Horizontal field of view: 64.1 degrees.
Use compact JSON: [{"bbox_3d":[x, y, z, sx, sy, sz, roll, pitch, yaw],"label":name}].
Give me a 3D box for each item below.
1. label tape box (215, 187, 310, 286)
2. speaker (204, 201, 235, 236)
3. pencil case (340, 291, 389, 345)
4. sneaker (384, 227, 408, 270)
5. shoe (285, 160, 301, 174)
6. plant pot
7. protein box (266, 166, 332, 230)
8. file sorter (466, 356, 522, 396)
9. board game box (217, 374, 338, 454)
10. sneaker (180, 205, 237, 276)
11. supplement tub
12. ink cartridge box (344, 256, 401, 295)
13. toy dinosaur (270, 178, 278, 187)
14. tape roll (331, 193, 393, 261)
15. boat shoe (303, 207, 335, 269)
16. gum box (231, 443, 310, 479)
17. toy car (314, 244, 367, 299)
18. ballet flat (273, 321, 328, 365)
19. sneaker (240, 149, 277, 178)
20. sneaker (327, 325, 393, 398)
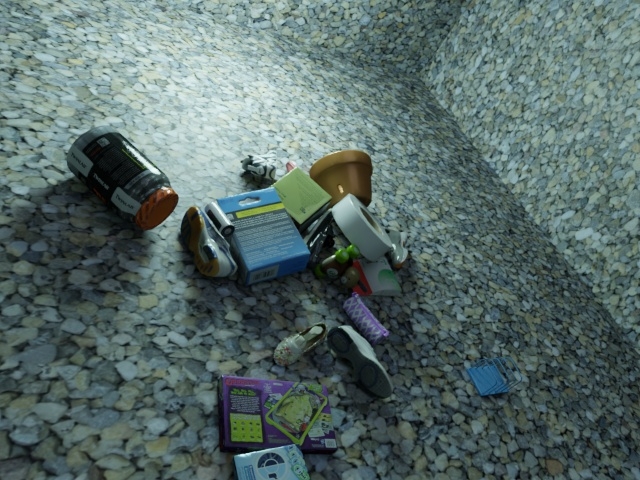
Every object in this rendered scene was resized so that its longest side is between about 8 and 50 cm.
[{"bbox_3d":[-0.218,-0.020,1.865,0.240,0.106,0.334,-14,57,-25],"label":"label tape box"},{"bbox_3d":[-0.353,-0.075,1.786,0.055,0.055,0.136,-6,44,-42],"label":"speaker"},{"bbox_3d":[0.167,0.289,1.896,0.086,0.088,0.206,-22,65,-46],"label":"pencil case"},{"bbox_3d":[0.319,0.037,2.292,0.121,0.099,0.262,22,31,-6],"label":"sneaker"},{"bbox_3d":[-0.126,-0.294,2.312,0.081,0.063,0.178,-5,57,-47],"label":"shoe"},{"bbox_3d":[0.109,-0.242,2.290,0.290,0.291,0.204,3,65,-36],"label":"plant pot"},{"bbox_3d":[-0.104,-0.149,2.070,0.200,0.136,0.201,42,57,8],"label":"protein box"},{"bbox_3d":[0.692,0.533,2.027,0.170,0.104,0.118,5,46,-34],"label":"file sorter"},{"bbox_3d":[-0.124,0.505,1.475,0.346,0.056,0.208,14,46,-26],"label":"board game box"},{"bbox_3d":[-0.387,0.011,1.774,0.131,0.112,0.297,16,39,-52],"label":"sneaker"},{"bbox_3d":[-0.647,-0.203,1.693,0.338,0.207,0.207,41,37,8],"label":"supplement tub"},{"bbox_3d":[0.206,0.143,2.113,0.224,0.056,0.181,7,44,-33],"label":"ink cartridge box"},{"bbox_3d":[-0.107,-0.165,2.194,0.118,0.064,0.268,-30,71,-35],"label":"toy dinosaur"},{"bbox_3d":[0.172,-0.053,2.108,0.286,0.100,0.286,46,16,-17],"label":"tape roll"},{"bbox_3d":[0.002,-0.002,2.048,0.113,0.127,0.340,36,39,0],"label":"boat shoe"},{"bbox_3d":[-0.121,0.619,1.313,0.184,0.041,0.157,-2,41,-23],"label":"gum box"},{"bbox_3d":[0.098,0.138,1.965,0.149,0.155,0.188,-19,76,-50],"label":"toy car"},{"bbox_3d":[-0.060,0.329,1.686,0.091,0.077,0.241,47,39,13],"label":"ballet flat"},{"bbox_3d":[-0.273,-0.343,2.225,0.153,0.094,0.235,10,33,-14],"label":"sneaker"},{"bbox_3d":[0.154,0.403,1.753,0.297,0.111,0.129,53,25,14],"label":"sneaker"}]
